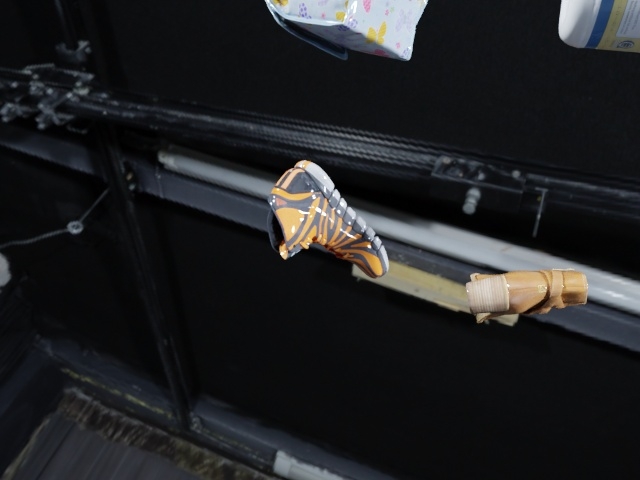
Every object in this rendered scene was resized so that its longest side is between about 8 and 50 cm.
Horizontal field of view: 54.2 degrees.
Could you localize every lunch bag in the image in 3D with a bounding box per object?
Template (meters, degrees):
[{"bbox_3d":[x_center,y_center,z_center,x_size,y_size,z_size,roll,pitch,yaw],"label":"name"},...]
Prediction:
[{"bbox_3d":[0.011,-0.144,0.386,0.083,0.053,0.071,26,13,38],"label":"lunch bag"}]

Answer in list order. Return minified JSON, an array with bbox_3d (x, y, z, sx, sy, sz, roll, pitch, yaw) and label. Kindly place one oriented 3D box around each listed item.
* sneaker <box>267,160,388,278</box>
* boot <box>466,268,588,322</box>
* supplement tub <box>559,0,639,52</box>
[{"bbox_3d":[0.000,0.000,1.354,0.321,0.180,0.124,48,-21,-15],"label":"sneaker"},{"bbox_3d":[0.289,0.075,0.877,0.152,0.073,0.197,-8,-3,16],"label":"boot"},{"bbox_3d":[0.320,-0.232,0.535,0.199,0.144,0.144,10,-41,14],"label":"supplement tub"}]
